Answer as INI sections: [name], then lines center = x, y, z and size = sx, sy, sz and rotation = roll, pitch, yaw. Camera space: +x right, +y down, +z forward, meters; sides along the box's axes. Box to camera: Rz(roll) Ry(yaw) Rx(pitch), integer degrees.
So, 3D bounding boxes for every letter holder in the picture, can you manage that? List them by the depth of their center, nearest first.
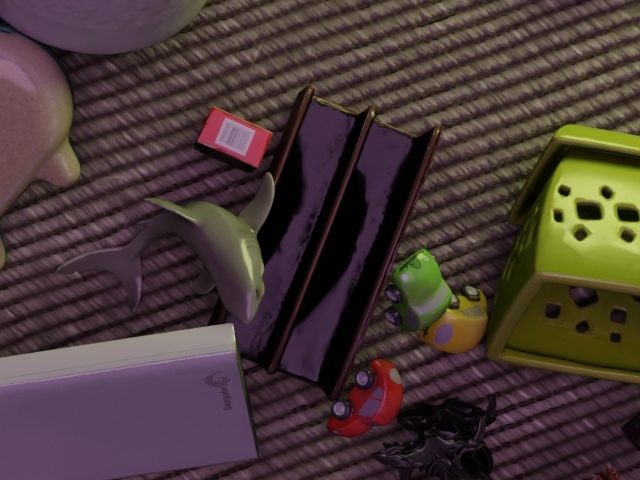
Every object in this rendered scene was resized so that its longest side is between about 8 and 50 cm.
[letter holder]
center = 0.000, 0.000, 1.737
size = 0.152, 0.214, 0.301
rotation = 21, 88, -4

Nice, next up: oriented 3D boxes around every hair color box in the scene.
[hair color box]
center = -0.094, -0.106, 1.766
size = 0.072, 0.141, 0.043
rotation = 24, 88, -4

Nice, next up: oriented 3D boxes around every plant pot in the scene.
[plant pot]
center = 0.312, 0.011, 1.749
size = 0.228, 0.227, 0.207
rotation = 10, 62, -4

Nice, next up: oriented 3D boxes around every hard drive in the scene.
[hard drive]
center = -0.250, 0.185, 1.707
size = 0.353, 0.233, 0.047
rotation = -9, 56, -1

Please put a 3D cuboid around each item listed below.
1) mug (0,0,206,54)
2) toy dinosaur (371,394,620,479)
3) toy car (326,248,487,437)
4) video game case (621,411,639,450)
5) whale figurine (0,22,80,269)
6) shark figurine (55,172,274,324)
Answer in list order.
[mug]
center = -0.244, -0.357, 1.600
size = 0.374, 0.328, 0.276
rotation = -36, 78, -25
[toy dinosaur]
center = 0.154, 0.291, 1.786
size = 0.322, 0.164, 0.218
rotation = -20, 98, -5
[toy car]
center = 0.103, 0.095, 1.722
size = 0.239, 0.225, 0.053
rotation = -40, 63, -23
[video game case]
center = 0.449, 0.155, 1.777
size = 0.232, 0.210, 0.042
rotation = -39, 93, -5
[whale figurine]
center = -0.361, -0.104, 1.766
size = 0.216, 0.141, 0.272
rotation = 13, 113, -6
[shark figurine]
center = -0.157, -0.011, 1.721
size = 0.116, 0.278, 0.166
rotation = 24, 77, -40
